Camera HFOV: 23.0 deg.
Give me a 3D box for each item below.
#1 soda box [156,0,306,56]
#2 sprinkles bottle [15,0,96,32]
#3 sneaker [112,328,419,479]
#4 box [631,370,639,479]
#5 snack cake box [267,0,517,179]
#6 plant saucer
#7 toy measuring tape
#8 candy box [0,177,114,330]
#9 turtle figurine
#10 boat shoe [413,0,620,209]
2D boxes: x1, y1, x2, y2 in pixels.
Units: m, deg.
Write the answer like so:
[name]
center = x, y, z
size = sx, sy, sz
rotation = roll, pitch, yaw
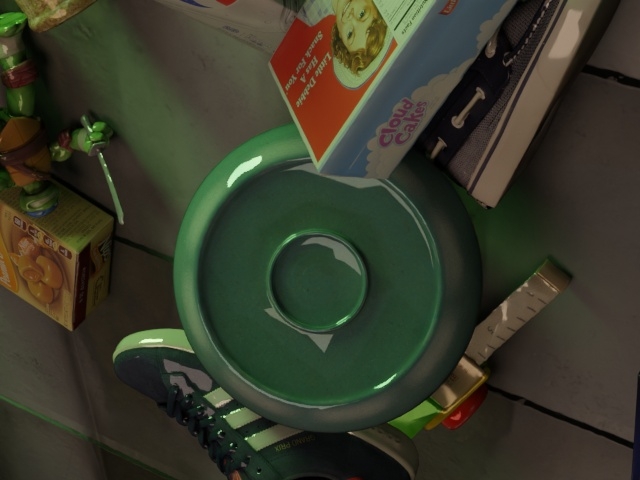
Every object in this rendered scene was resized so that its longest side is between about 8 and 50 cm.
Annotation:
[soda box]
center = -0.117, -0.280, 1.521
size = 0.286, 0.098, 0.091
rotation = 23, 152, -30
[sprinkles bottle]
center = -0.362, -0.403, 1.711
size = 0.121, 0.121, 0.355
rotation = -13, 118, 47
[sneaker]
center = -0.078, 0.216, 1.656
size = 0.350, 0.148, 0.131
rotation = 22, 151, 9
[box]
center = 0.406, 0.209, 1.696
size = 0.136, 0.036, 0.225
rotation = 19, 136, 27
[snack cake box]
center = 0.067, -0.200, 1.439
size = 0.264, 0.089, 0.152
rotation = -54, 47, 36
[plant saucer]
center = 0.001, 0.039, 1.562
size = 0.317, 0.043, 0.318
rotation = 1, 96, 10
[toy measuring tape]
center = 0.172, 0.120, 1.792
size = 0.121, 0.121, 0.330
rotation = 42, 120, 0
[candy box]
center = -0.435, -0.031, 2.165
size = 0.316, 0.087, 0.183
rotation = 31, 142, 14
[turtle figurine]
center = -0.365, -0.126, 1.929
size = 0.197, 0.275, 0.266
rotation = -15, 117, 10
[boat shoe]
center = 0.158, -0.174, 1.463
size = 0.158, 0.127, 0.340
rotation = 34, 142, 9
